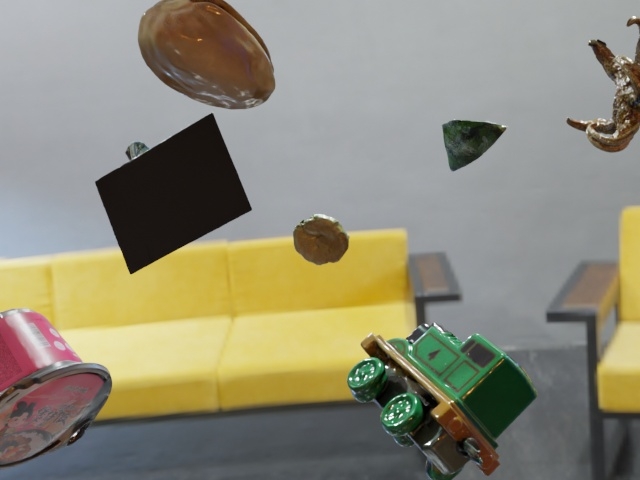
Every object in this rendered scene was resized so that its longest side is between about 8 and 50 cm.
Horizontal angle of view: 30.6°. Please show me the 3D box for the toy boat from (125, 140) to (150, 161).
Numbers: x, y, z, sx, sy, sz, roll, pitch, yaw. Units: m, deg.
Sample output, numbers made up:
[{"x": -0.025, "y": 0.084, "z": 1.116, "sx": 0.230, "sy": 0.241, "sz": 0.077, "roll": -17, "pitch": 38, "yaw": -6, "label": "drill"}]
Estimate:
[{"x": -0.337, "y": -0.152, "z": 2.356, "sx": 0.066, "sy": 0.140, "sz": 0.059, "roll": -13, "pitch": 45, "yaw": 30, "label": "toy boat"}]

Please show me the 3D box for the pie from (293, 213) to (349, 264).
[{"x": 0.000, "y": 0.000, "z": 1.644, "sx": 0.084, "sy": 0.084, "sz": 0.020, "roll": -1, "pitch": 31, "yaw": 18, "label": "pie"}]

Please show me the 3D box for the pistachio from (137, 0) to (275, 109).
[{"x": -0.164, "y": -0.280, "z": 1.718, "sx": 0.223, "sy": 0.152, "sz": 0.126, "roll": 24, "pitch": 28, "yaw": -24, "label": "pistachio"}]

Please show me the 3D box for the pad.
[{"x": -0.279, "y": -0.084, "z": 2.180, "sx": 0.300, "sy": 0.202, "sz": 0.005, "roll": -27, "pitch": -11, "yaw": 25, "label": "pad"}]

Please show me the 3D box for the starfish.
[{"x": 0.406, "y": -0.218, "z": 1.594, "sx": 0.074, "sy": 0.190, "sz": 0.146, "roll": 11, "pitch": 26, "yaw": -10, "label": "starfish"}]

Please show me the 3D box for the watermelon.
[{"x": 0.301, "y": -0.206, "z": 2.312, "sx": 0.080, "sy": 0.101, "sz": 0.155, "roll": -40, "pitch": 14, "yaw": -22, "label": "watermelon"}]

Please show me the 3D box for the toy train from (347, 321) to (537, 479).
[{"x": 0.215, "y": 0.266, "z": 2.105, "sx": 0.249, "sy": 0.178, "sz": 0.429, "roll": -43, "pitch": 27, "yaw": -4, "label": "toy train"}]

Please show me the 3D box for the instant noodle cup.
[{"x": -0.500, "y": 0.229, "z": 1.936, "sx": 0.258, "sy": 0.181, "sz": 0.302, "roll": -32, "pitch": -25, "yaw": -17, "label": "instant noodle cup"}]
